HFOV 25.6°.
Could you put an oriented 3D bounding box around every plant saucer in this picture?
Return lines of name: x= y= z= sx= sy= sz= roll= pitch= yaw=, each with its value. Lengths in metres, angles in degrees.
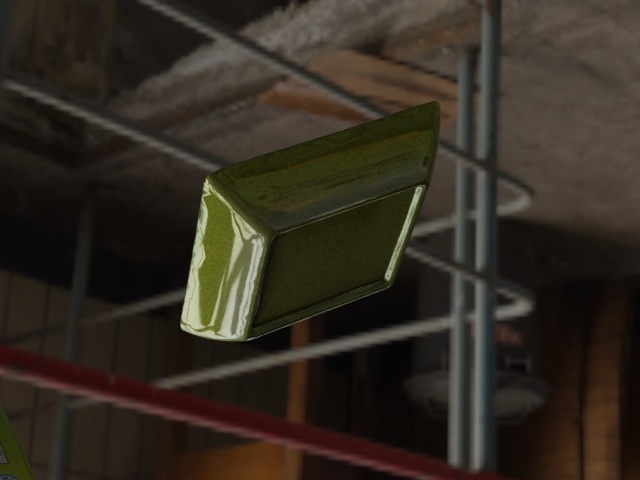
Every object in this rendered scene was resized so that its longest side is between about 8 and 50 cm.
plant saucer: x=0.000 y=0.000 z=1.012 sx=0.188 sy=0.045 sz=0.188 roll=-20 pitch=150 yaw=-25

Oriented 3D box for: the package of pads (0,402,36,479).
package of pads: x=-0.171 y=0.242 z=0.722 sx=0.101 sy=0.229 sz=0.296 roll=-16 pitch=128 yaw=-21
